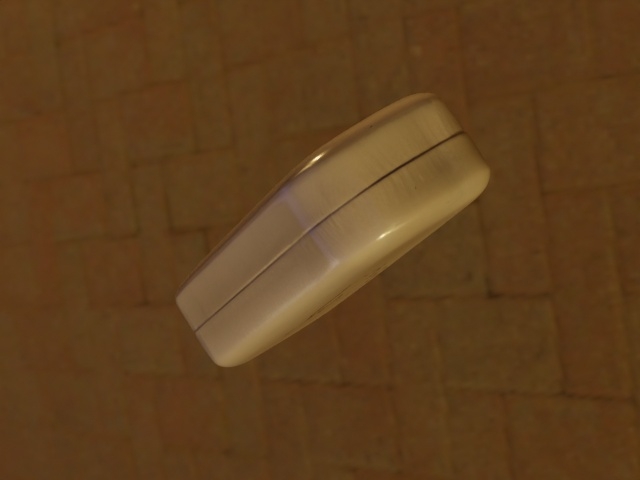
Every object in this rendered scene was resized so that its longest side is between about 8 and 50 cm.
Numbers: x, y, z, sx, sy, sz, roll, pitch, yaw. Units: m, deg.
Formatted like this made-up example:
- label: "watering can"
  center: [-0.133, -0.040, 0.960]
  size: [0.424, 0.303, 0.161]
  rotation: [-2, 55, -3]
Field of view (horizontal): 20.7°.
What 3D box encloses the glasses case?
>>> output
- label: "glasses case"
  center: [0.000, 0.000, 0.730]
  size: [0.050, 0.083, 0.196]
  rotation: [59, 153, 5]
